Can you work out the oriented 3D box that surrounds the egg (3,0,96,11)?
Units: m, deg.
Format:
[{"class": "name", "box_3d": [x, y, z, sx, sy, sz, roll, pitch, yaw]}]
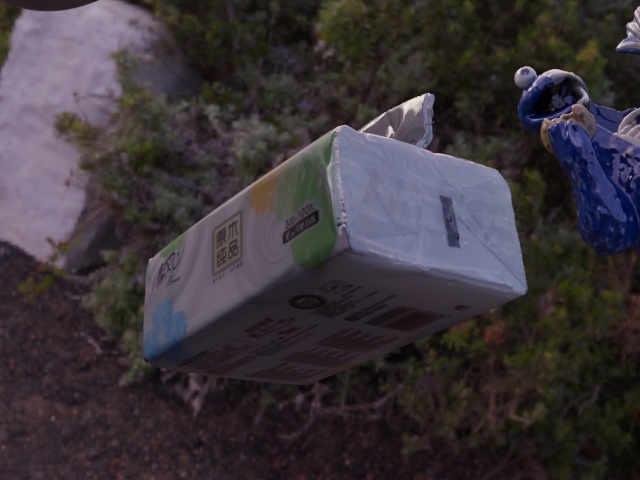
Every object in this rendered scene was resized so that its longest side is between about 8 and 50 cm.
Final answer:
[{"class": "egg", "box_3d": [-0.156, -0.257, 0.681, 0.176, 0.232, 0.176, 24, 24, -11]}]

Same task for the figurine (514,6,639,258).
[{"class": "figurine", "box_3d": [0.261, -0.050, 0.817, 0.164, 0.121, 0.262, -37, 70, -5]}]

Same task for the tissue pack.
[{"class": "tissue pack", "box_3d": [0.000, 0.000, 0.731, 0.159, 0.229, 0.145, 13, 60, -36]}]
